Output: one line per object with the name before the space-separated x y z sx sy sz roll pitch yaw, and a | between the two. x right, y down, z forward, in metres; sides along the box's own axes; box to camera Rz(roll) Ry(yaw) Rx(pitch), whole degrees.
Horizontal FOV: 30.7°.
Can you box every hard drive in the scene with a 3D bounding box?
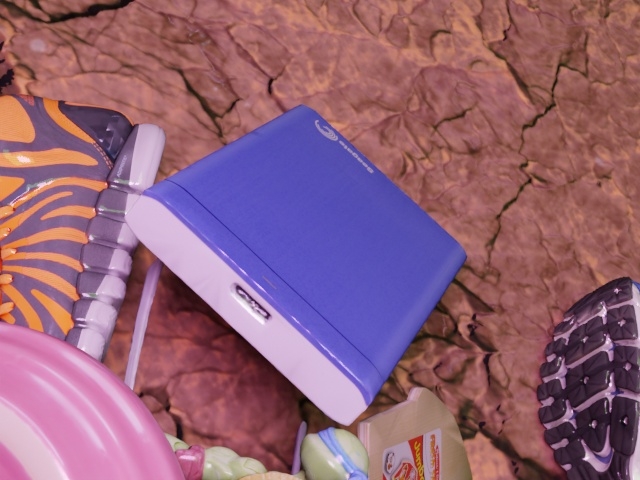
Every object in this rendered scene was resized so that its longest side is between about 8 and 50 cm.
hard drive | 0.000 0.000 0.930 0.210 0.040 0.318 43 25 2

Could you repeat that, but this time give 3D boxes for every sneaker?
sneaker | 0.294 0.194 1.027 0.147 0.129 0.330 8 67 -34
sneaker | -0.239 0.020 0.896 0.180 0.125 0.321 16 51 -10

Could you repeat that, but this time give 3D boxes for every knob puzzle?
knob puzzle | 0.071 0.211 0.920 0.213 0.030 0.213 0 90 -60

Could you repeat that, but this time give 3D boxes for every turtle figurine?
turtle figurine | -0.096 0.213 0.843 0.266 0.198 0.274 -43 53 -9

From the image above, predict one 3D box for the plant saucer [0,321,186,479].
plant saucer | -0.242 0.210 0.720 0.332 0.084 0.332 -3 78 13
